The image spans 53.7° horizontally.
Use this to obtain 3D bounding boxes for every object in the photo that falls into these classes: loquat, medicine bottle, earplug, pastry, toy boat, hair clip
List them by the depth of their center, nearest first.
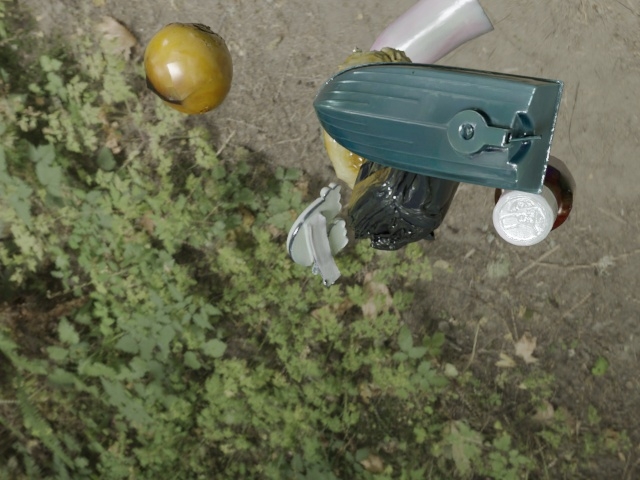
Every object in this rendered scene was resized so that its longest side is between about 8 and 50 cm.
[{"bbox_3d":[0.088,-0.105,0.547,0.246,0.103,0.093,18,110,36],"label":"toy boat"},{"bbox_3d":[0.093,-0.194,1.074,0.121,0.236,0.257,8,87,40],"label":"pastry"},{"bbox_3d":[0.000,0.000,1.229,0.054,0.140,0.220,41,157,36],"label":"hair clip"},{"bbox_3d":[0.232,-0.477,1.486,0.301,0.172,0.172,-32,97,22],"label":"earplug"},{"bbox_3d":[-0.336,-0.442,1.616,0.235,0.235,0.235,8,114,19],"label":"loquat"},{"bbox_3d":[0.638,-0.127,1.920,0.242,0.395,0.242,8,107,26],"label":"medicine bottle"}]

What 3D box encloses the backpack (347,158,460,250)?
[{"bbox_3d":[0.109,-0.079,0.851,0.133,0.206,0.258,26,164,-11],"label":"backpack"}]
